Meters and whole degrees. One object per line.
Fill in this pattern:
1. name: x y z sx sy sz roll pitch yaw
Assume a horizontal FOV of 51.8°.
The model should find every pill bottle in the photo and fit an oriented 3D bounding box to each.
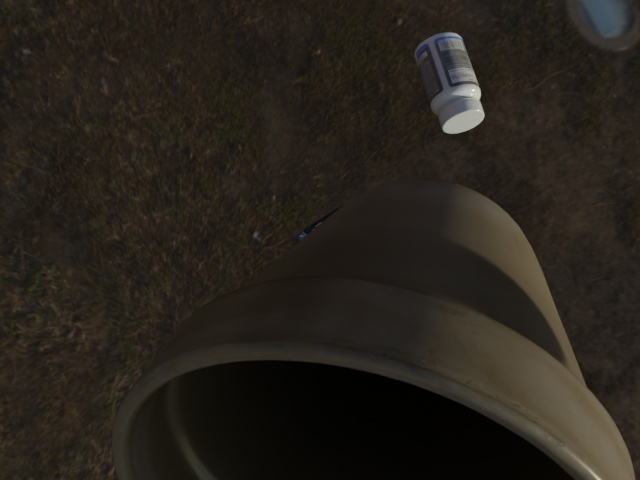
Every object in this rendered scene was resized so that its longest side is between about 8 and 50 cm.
1. pill bottle: 0.197 -0.237 0.998 0.078 0.078 0.137 -9 71 -13

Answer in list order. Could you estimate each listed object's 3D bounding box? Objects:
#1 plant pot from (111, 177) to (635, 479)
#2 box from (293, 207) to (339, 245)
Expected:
1. plant pot: 0.061 0.104 0.498 0.323 0.323 0.280 35 40 -6
2. box: 0.000 0.000 0.824 0.067 0.083 0.018 -34 71 -12
